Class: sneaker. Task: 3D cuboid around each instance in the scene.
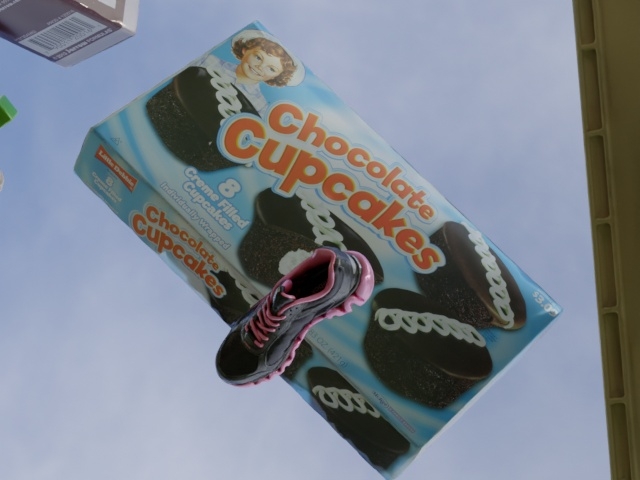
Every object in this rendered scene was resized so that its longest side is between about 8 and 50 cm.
[{"bbox_3d":[-0.024,0.044,1.180,0.119,0.057,0.047,-42,-114,7],"label":"sneaker"}]

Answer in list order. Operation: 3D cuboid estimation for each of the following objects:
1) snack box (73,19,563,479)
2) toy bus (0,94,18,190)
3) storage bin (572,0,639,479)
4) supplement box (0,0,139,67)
[{"bbox_3d":[0.000,0.000,1.363,0.322,0.187,0.060,44,-40,9],"label":"snack box"},{"bbox_3d":[-0.412,-0.137,1.912,0.104,0.191,0.202,-31,-149,20],"label":"toy bus"},{"bbox_3d":[0.250,-0.004,0.757,0.262,0.123,0.260,-7,-98,24],"label":"storage bin"},{"bbox_3d":[-0.213,-0.208,1.096,0.073,0.239,0.130,-18,-122,42],"label":"supplement box"}]
